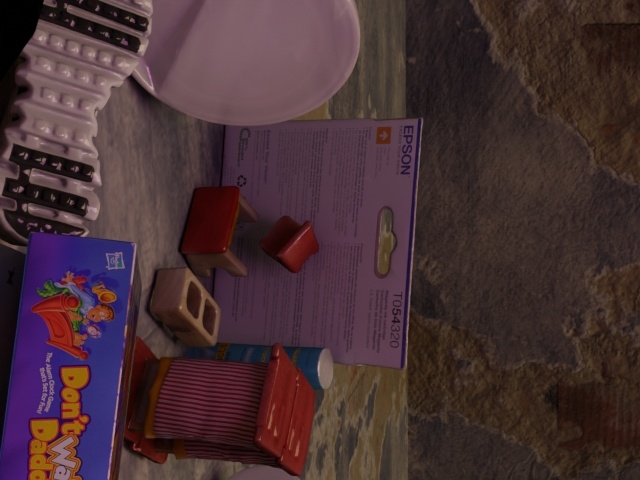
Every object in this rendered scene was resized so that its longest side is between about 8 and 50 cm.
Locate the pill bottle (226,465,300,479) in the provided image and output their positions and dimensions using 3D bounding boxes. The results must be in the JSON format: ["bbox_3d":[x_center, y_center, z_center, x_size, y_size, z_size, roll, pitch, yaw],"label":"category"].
[{"bbox_3d":[-0.075,0.491,1.550,0.169,0.169,0.302,-59,149,-60],"label":"pill bottle"}]

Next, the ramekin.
[{"bbox_3d":[-0.091,-0.266,1.174,0.273,0.272,0.127,74,12,-50],"label":"ramekin"}]

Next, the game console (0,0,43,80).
[{"bbox_3d":[-0.301,-0.231,0.695,0.213,0.044,0.361,-70,156,-14],"label":"game console"}]

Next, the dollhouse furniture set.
[{"bbox_3d":[-0.107,0.087,1.281,0.152,0.201,0.374,60,34,-56],"label":"dollhouse furniture set"}]

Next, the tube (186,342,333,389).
[{"bbox_3d":[-0.086,0.165,1.362,0.052,0.207,0.080,66,31,-41],"label":"tube"}]

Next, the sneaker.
[{"bbox_3d":[-0.233,-0.131,0.928,0.118,0.110,0.292,-13,-121,60],"label":"sneaker"}]

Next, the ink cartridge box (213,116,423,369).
[{"bbox_3d":[0.000,0.000,1.422,0.071,0.330,0.324,7,87,-56],"label":"ink cartridge box"}]

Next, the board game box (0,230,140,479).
[{"bbox_3d":[-0.208,0.134,0.904,0.347,0.078,0.233,141,-45,-78],"label":"board game box"}]

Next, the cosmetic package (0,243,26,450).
[{"bbox_3d":[-0.330,0.104,0.645,0.377,0.097,0.284,43,54,-69],"label":"cosmetic package"}]
